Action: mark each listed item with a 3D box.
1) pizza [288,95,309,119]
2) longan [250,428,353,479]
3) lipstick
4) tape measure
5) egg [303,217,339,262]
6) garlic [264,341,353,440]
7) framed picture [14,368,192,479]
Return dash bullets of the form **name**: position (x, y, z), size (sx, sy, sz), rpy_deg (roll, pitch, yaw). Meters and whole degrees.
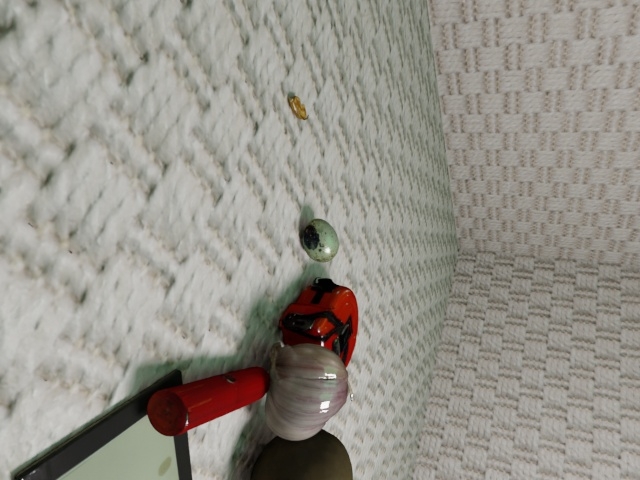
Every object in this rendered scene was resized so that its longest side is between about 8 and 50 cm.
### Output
- **pizza**: position (-0.049, -0.290, 0.993), size (0.083, 0.016, 0.037), rpy_deg (36, 64, -57)
- **longan**: position (-0.043, 0.518, 0.950), size (0.248, 0.249, 0.247), rpy_deg (6, 90, -65)
- **lipstick**: position (-0.173, 0.262, 0.764), size (0.280, 0.073, 0.073), rpy_deg (23, 74, -70)
- **tape measure**: position (0.010, 0.220, 1.114), size (0.260, 0.114, 0.253), rpy_deg (-51, 140, -49)
- **egg**: position (0.000, 0.000, 1.076), size (0.085, 0.085, 0.110), rpy_deg (-52, 137, -48)
- **garlic**: position (-0.030, 0.296, 0.960), size (0.257, 0.207, 0.206), rpy_deg (28, 70, -63)
- **framed picture**: position (-0.280, 0.400, 0.656), size (0.265, 0.016, 0.346), rpy_deg (-29, 121, -60)
